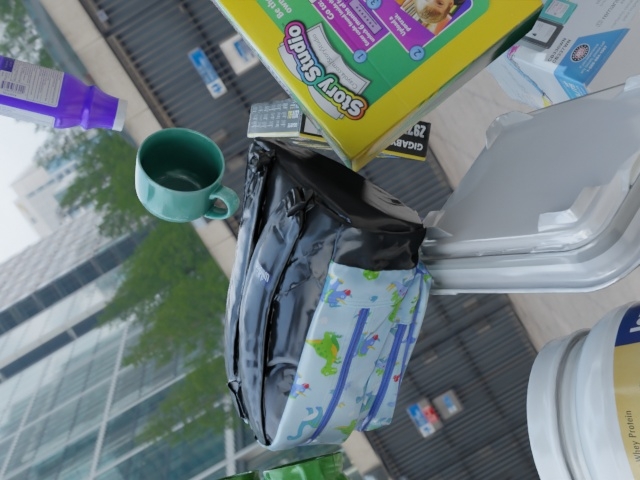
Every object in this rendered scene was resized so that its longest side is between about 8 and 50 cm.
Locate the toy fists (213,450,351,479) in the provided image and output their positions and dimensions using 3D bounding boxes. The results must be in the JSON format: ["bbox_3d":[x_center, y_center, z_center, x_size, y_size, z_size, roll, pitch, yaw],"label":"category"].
[{"bbox_3d":[-0.046,0.349,0.943,0.096,0.279,0.142,-1,-108,-47],"label":"toy fists"}]

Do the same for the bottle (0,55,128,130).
[{"bbox_3d":[-0.537,-0.286,1.558,0.092,0.283,0.118,128,147,-50],"label":"bottle"}]

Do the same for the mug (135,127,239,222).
[{"bbox_3d":[-0.210,-0.081,1.166,0.157,0.130,0.097,62,151,27],"label":"mug"}]

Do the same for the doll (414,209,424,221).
[{"bbox_3d":[0.234,0.013,1.323,0.189,0.046,0.129,25,158,3],"label":"doll"}]

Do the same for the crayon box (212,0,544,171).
[{"bbox_3d":[0.050,-0.329,1.020,0.363,0.313,0.106,52,-177,6],"label":"crayon box"}]

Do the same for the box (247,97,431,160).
[{"bbox_3d":[0.026,-0.214,1.497,0.322,0.257,0.079,-162,79,-67],"label":"box"}]

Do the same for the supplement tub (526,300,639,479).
[{"bbox_3d":[0.357,0.144,0.631,0.228,0.316,0.228,19,-119,-40],"label":"supplement tub"}]

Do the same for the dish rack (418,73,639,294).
[{"bbox_3d":[0.247,-0.070,0.847,0.072,0.285,0.333,45,158,-18],"label":"dish rack"}]

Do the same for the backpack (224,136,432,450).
[{"bbox_3d":[-0.006,0.092,0.953,0.273,0.355,0.290,13,-163,-34],"label":"backpack"}]

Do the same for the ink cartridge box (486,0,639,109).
[{"bbox_3d":[0.418,-0.317,1.249,0.197,0.198,0.270,32,-175,-43],"label":"ink cartridge box"}]
